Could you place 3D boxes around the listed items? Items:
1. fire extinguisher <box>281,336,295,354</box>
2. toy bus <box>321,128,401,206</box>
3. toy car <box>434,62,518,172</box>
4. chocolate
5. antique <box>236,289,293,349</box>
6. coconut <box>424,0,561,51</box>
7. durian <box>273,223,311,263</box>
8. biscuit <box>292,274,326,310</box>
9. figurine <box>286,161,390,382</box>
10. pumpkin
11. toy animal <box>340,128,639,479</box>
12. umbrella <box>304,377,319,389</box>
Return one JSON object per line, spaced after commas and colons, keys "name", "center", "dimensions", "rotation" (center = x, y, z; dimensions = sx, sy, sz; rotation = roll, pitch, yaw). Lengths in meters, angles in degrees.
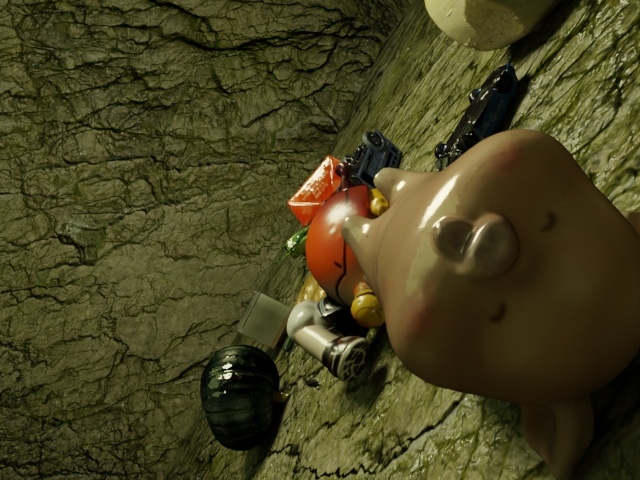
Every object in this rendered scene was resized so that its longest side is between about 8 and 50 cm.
{"name": "fire extinguisher", "center": [-0.085, 0.290, 1.563], "dimensions": [0.038, 0.025, 0.083], "rotation": [25, 87, 58]}
{"name": "toy bus", "center": [0.114, -0.150, 1.431], "dimensions": [0.125, 0.133, 0.292], "rotation": [-44, 17, 46]}
{"name": "toy car", "center": [0.270, -0.199, 0.934], "dimensions": [0.216, 0.063, 0.103], "rotation": [-57, 9, -8]}
{"name": "chocolate", "center": [0.012, -0.151, 1.778], "dimensions": [0.234, 0.108, 0.237], "rotation": [-50, -7, 6]}
{"name": "antique", "center": [-0.172, 0.252, 1.763], "dimensions": [0.146, 0.148, 0.152], "rotation": [-64, 10, -7]}
{"name": "coconut", "center": [0.310, -0.465, 0.962], "dimensions": [0.245, 0.245, 0.247], "rotation": [-62, 10, -1]}
{"name": "durian", "center": [-0.006, -0.003, 1.673], "dimensions": [0.132, 0.106, 0.375], "rotation": [-43, -3, 37]}
{"name": "biscuit", "center": [0.001, 0.124, 1.319], "dimensions": [0.213, 0.091, 0.274], "rotation": [-65, 2, -29]}
{"name": "figurine", "center": [0.061, 0.045, 0.942], "dimensions": [0.320, 0.196, 0.323], "rotation": [-78, 7, -80]}
{"name": "pumpkin", "center": [-0.179, 0.376, 1.340], "dimensions": [0.250, 0.216, 0.249], "rotation": [0, -90, -82]}
{"name": "toy animal", "center": [0.144, 0.036, 0.500], "dimensions": [0.237, 0.269, 0.326], "rotation": [-62, -23, -4]}
{"name": "umbrella", "center": [-0.019, 0.305, 1.196], "dimensions": [0.122, 0.013, 0.022], "rotation": [152, 124, -72]}
